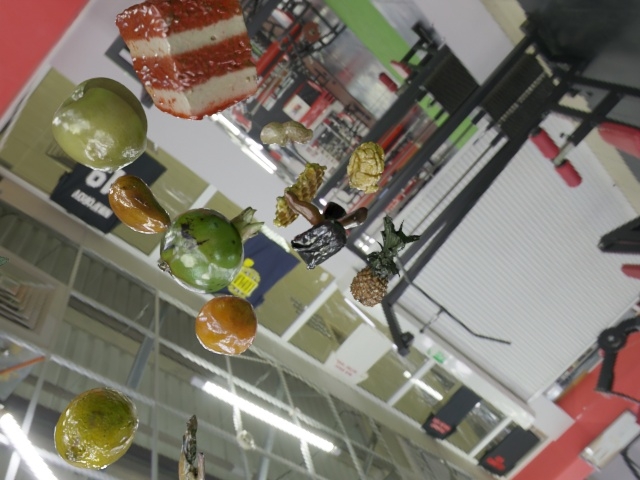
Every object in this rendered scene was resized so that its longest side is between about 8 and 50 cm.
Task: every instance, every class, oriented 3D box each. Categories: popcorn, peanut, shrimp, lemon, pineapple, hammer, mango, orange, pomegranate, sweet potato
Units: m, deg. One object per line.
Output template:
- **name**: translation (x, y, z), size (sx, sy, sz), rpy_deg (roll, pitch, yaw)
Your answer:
- **popcorn**: translation (0.165, -0.270, 1.996), size (0.140, 0.163, 0.194), rpy_deg (13, 149, -8)
- **peanut**: translation (-0.140, -0.445, 2.187), size (0.227, 0.104, 0.085), rpy_deg (-2, -173, 16)
- **shrimp**: translation (-0.396, 0.679, 1.648), size (0.052, 0.251, 0.143), rpy_deg (4, 172, -44)
- **lemon**: translation (-0.766, 0.645, 1.802), size (0.258, 0.258, 0.310), rpy_deg (42, -168, -3)
- **pineapple**: translation (0.181, 0.061, 1.525), size (0.119, 0.277, 0.130), rpy_deg (24, -148, -4)
- **hammer**: translation (0.076, -0.057, 2.039), size (0.095, 0.242, 0.409), rpy_deg (36, 162, -16)
- **mango**: translation (-0.431, -0.077, 1.234), size (0.159, 0.105, 0.084), rpy_deg (50, -170, 0)
- **orange**: translation (-0.392, 0.357, 2.197), size (0.261, 0.261, 0.261), rpy_deg (41, -172, -7)
- **pomegranate**: translation (-0.330, 0.009, 1.608), size (0.260, 0.340, 0.260), rpy_deg (47, 163, 19)
- **sweet potato**: translation (-0.038, -0.090, 1.676), size (0.202, 0.058, 0.055), rpy_deg (42, 176, -1)

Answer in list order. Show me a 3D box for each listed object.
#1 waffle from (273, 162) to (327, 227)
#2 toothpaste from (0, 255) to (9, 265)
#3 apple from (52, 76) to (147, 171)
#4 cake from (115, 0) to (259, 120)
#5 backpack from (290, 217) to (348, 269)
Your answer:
- **waffle**: translation (-0.080, -0.177, 2.037), size (0.058, 0.282, 0.301), rpy_deg (33, -132, 14)
- **toothpaste**: translation (-0.874, 0.033, 1.296), size (0.218, 0.041, 0.064), rpy_deg (17, -146, 14)
- **apple**: translation (-0.683, -0.362, 1.660), size (0.254, 0.292, 0.292), rpy_deg (57, 177, -39)
- **cake**: translation (-0.371, -0.529, 1.497), size (0.270, 0.269, 0.320), rpy_deg (19, 132, 44)
- **backpack**: translation (0.003, 0.002, 1.613), size (0.120, 0.165, 0.106), rpy_deg (55, -163, -22)
